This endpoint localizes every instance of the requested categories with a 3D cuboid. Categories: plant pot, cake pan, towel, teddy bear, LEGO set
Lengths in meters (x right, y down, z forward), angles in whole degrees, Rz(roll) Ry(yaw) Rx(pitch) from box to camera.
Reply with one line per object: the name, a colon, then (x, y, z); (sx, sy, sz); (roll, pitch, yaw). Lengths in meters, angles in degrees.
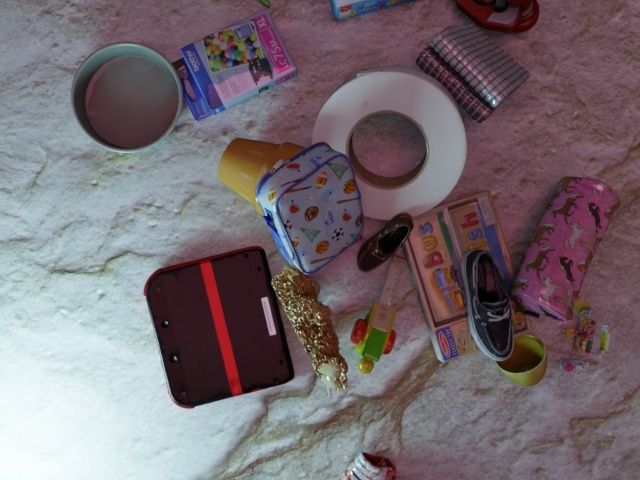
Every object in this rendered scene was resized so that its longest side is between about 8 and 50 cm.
plant pot: (0.551, 0.335, 1.416); (0.134, 0.134, 0.095); (-33, 117, -2)
plant pot: (-0.151, -0.173, 1.357); (0.187, 0.205, 0.205); (25, 89, 13)
cake pan: (-0.509, -0.376, 1.403); (0.292, 0.054, 0.294); (0, 90, -2)
towel: (0.388, -0.435, 1.345); (0.235, 0.283, 0.121); (44, 130, 4)
teddy bear: (-0.009, 0.216, 1.323); (0.113, 0.338, 0.245); (-26, 134, -7)
LEGO set: (0.703, 0.215, 1.422); (0.132, 0.107, 0.287); (-11, 90, -2)

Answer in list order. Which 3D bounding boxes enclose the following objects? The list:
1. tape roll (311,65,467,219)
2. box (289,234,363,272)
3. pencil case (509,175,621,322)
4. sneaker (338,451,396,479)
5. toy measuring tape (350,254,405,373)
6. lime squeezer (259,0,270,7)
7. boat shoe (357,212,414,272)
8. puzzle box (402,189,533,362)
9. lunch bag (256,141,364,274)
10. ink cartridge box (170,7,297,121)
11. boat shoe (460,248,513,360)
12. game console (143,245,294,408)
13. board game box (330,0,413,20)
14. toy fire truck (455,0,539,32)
tape roll: (0.170, -0.237, 1.322); (0.391, 0.072, 0.392); (6, 121, 11)
box: (0.000, 0.000, 1.431); (0.206, 0.036, 0.114); (-33, 91, -2)
pencil case: (0.639, 0.019, 1.371); (0.160, 0.167, 0.386); (19, 77, 39)
sneaker: (0.184, 0.684, 1.410); (0.270, 0.090, 0.145); (34, 91, 1)
toy measuring tape: (0.158, 0.201, 1.422); (0.121, 0.121, 0.330); (20, 67, -2)
lime squeezer: (-0.290, -0.701, 1.421); (0.310, 0.059, 0.110); (3, 120, -4)
boat shoe: (0.164, 0.013, 1.380); (0.073, 0.073, 0.207); (32, 119, -10)
puzzle box: (0.388, 0.094, 1.432); (0.271, 0.052, 0.409); (-18, 91, -4)
lunch bag: (-0.023, -0.075, 1.262); (0.243, 0.115, 0.304); (-36, 136, -15)
ink cartridge box: (-0.239, -0.468, 1.412); (0.310, 0.065, 0.186); (-26, 91, 0)
boat shoe: (0.443, 0.169, 1.357); (0.108, 0.102, 0.302); (-11, 90, -5)
game console: (-0.275, 0.236, 1.417); (0.341, 0.060, 0.387); (-14, 91, -7)
board game box: (0.147, -0.788, 1.413); (0.301, 0.086, 0.309); (-15, 90, -2)
toy fire truck: (0.478, -0.711, 1.405); (0.253, 0.169, 0.302); (21, 88, 22)
